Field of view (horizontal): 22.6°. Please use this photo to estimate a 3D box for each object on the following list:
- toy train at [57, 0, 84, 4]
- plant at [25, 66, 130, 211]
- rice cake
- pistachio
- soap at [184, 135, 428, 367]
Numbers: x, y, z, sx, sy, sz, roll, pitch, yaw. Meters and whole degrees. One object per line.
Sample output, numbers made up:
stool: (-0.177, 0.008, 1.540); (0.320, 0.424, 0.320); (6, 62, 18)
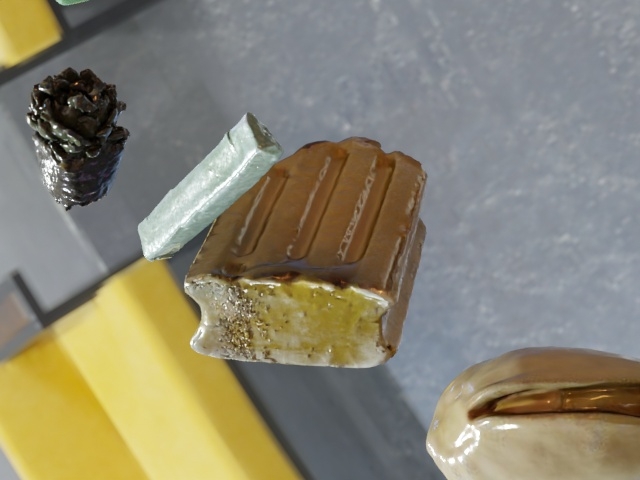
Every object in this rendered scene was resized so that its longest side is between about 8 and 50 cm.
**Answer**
toy train: (-0.096, -0.245, 0.714); (0.188, 0.159, 0.272); (-127, 27, -46)
plant: (-0.231, -0.098, 1.531); (0.094, 0.092, 0.143); (54, 153, 35)
rice cake: (-0.078, -0.034, 1.097); (0.171, 0.029, 0.033); (-40, 60, 48)
pistachio: (0.195, 0.149, 1.309); (0.152, 0.223, 0.126); (53, -149, -59)
soap: (0.000, 0.000, 1.277); (0.160, 0.257, 0.080); (4, 118, 10)
